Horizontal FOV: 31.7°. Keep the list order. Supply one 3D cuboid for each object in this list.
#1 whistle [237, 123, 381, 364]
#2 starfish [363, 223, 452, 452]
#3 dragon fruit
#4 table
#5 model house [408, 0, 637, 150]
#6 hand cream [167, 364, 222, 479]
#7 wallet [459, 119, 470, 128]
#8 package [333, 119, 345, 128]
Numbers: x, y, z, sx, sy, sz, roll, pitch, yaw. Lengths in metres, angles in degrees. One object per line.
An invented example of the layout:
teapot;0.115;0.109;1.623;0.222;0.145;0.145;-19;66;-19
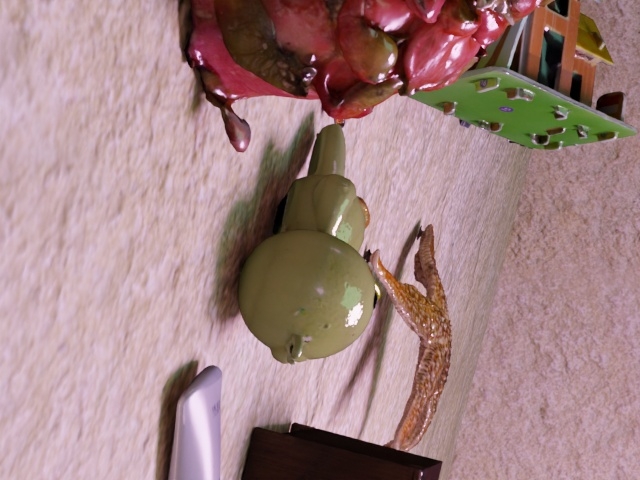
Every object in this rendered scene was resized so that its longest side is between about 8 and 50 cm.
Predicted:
whistle;0.009;0.006;1.121;0.141;0.141;0.294;87;21;-44
starfish;0.132;0.158;1.741;0.384;0.132;0.398;14;85;-71
dragon fruit;0.062;-0.231;0.882;0.296;0.262;0.314;-56;153;-56
table;0.017;0.314;1.279;0.169;0.193;0.173;28;75;-75
model house;0.345;-0.328;1.591;0.300;0.340;0.324;16;77;-35
hand cream;-0.116;0.239;1.021;0.079;0.048;0.255;-47;144;-72
wallet;0.282;-0.310;1.876;0.119;0.025;0.232;-89;-162;-46
package;0.025;-0.177;1.228;0.077;0.033;0.111;-46;141;-46
